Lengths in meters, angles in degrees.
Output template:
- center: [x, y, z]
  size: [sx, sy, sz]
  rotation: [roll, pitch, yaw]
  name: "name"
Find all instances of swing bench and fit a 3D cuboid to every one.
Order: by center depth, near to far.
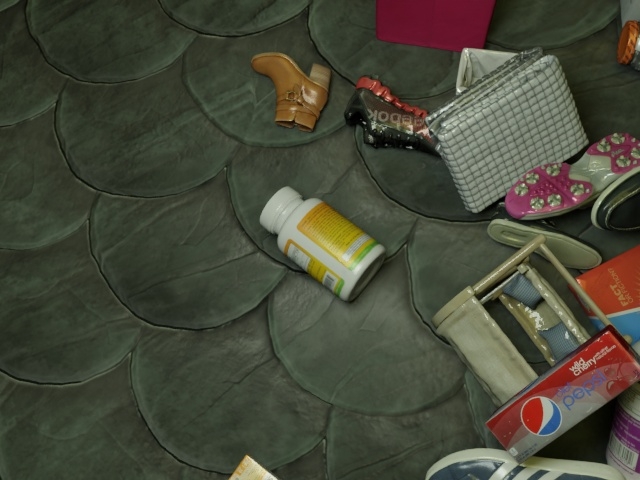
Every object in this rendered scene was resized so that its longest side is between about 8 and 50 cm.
- center: [0.386, 0.174, 1.366]
  size: [0.254, 0.165, 0.253]
  rotation: [-35, 74, -7]
  name: "swing bench"

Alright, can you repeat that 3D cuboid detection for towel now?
- center: [0.367, -0.216, 1.444]
  size: [0.283, 0.235, 0.121]
  rotation: [-33, 38, 4]
  name: "towel"

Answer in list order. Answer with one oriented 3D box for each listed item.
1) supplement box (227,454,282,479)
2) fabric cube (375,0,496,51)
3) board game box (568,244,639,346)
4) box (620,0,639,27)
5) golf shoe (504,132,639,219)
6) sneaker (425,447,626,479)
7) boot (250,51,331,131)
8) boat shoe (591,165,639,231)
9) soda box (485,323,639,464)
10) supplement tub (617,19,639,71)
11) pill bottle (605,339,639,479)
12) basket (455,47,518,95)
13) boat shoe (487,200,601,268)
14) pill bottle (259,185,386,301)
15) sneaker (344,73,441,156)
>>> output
- center: [-0.119, 0.465, 1.384]
  size: [0.098, 0.036, 0.062]
  rotation: [34, 79, 14]
  name: "supplement box"
- center: [0.261, -0.596, 1.571]
  size: [0.258, 0.258, 0.254]
  rotation: [9, 75, 8]
  name: "fabric cube"
- center: [0.690, 0.112, 1.411]
  size: [0.316, 0.064, 0.242]
  rotation: [-27, 72, -4]
  name: "board game box"
- center: [0.788, -0.660, 1.592]
  size: [0.214, 0.168, 0.346]
  rotation: [2, 72, 6]
  name: "box"
- center: [0.510, -0.098, 1.447]
  size: [0.306, 0.140, 0.115]
  rotation: [-22, 56, -6]
  name: "golf shoe"
- center: [0.349, 0.460, 1.249]
  size: [0.349, 0.131, 0.148]
  rotation: [-4, 35, 20]
  name: "sneaker"
- center: [-0.082, -0.332, 1.617]
  size: [0.197, 0.073, 0.153]
  rotation: [14, 78, 12]
  name: "boot"
- center: [0.692, -0.083, 1.385]
  size: [0.339, 0.127, 0.113]
  rotation: [-15, 35, -12]
  name: "boat shoe"
- center: [0.409, 0.257, 1.210]
  size: [0.263, 0.083, 0.092]
  rotation: [-43, 75, 18]
  name: "soda box"
- center: [0.745, -0.414, 1.545]
  size: [0.190, 0.117, 0.117]
  rotation: [8, 73, 7]
  name: "supplement tub"
- center: [0.605, 0.273, 1.247]
  size: [0.169, 0.169, 0.302]
  rotation: [7, 107, 7]
  name: "pill bottle"
- center: [0.376, -0.333, 1.559]
  size: [0.167, 0.103, 0.113]
  rotation: [10, 73, 7]
  name: "basket"
- center: [0.459, -0.013, 1.464]
  size: [0.233, 0.084, 0.079]
  rotation: [22, 53, 6]
  name: "boat shoe"
- center: [0.000, 0.000, 1.468]
  size: [0.245, 0.136, 0.136]
  rotation: [38, 79, 15]
  name: "pill bottle"
- center: [0.166, -0.239, 1.551]
  size: [0.276, 0.098, 0.135]
  rotation: [35, 78, 16]
  name: "sneaker"
